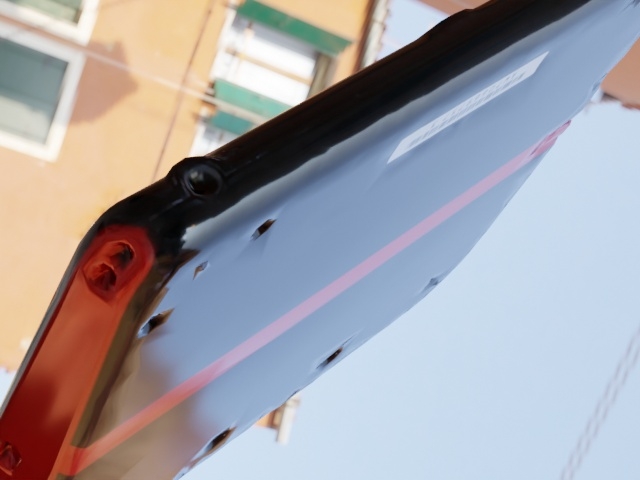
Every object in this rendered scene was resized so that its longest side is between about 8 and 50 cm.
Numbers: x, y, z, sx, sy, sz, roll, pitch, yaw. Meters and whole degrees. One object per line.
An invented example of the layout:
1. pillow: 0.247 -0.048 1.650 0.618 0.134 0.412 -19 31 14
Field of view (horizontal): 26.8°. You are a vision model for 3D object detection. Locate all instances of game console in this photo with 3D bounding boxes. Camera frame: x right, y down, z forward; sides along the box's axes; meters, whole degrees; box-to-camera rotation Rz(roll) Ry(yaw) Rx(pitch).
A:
1. game console: 0.000 0.000 0.677 0.060 0.386 0.342 47 -38 13
